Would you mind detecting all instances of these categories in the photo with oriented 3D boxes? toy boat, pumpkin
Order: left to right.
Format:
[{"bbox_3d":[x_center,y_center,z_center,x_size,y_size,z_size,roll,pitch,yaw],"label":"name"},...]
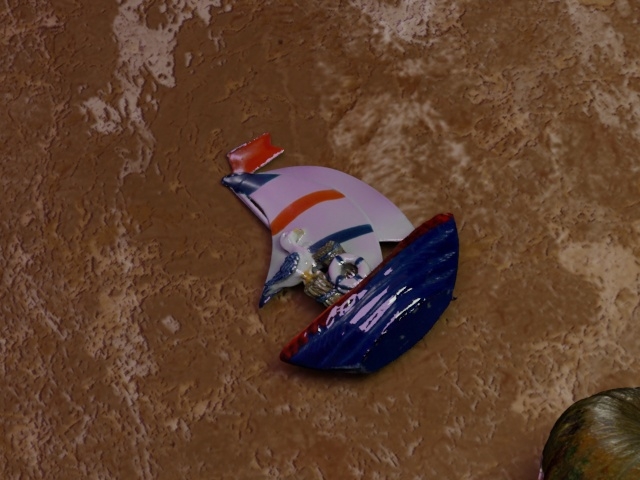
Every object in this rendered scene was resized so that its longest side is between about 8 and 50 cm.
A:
[{"bbox_3d":[0.029,-0.002,1.986,0.219,0.072,0.318,-20,52,3],"label":"toy boat"},{"bbox_3d":[0.319,0.213,1.712,0.260,0.189,0.260,3,27,-2],"label":"pumpkin"}]
